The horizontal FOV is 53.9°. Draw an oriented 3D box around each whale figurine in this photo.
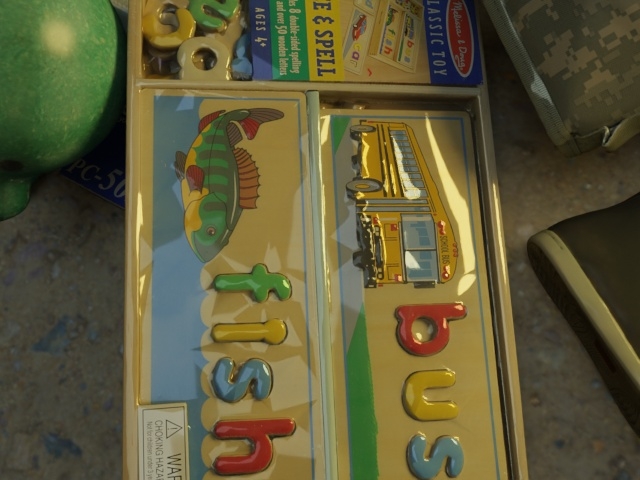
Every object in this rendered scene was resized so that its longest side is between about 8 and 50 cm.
[{"bbox_3d":[-0.233,-0.118,0.514,0.141,0.272,0.216,1,73,-21],"label":"whale figurine"}]

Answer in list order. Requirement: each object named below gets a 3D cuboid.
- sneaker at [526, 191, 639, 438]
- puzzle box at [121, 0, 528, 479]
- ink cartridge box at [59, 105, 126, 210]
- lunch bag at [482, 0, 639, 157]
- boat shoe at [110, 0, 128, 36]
[{"bbox_3d":[0.252,0.064,0.433,0.118,0.083,0.221,-28,71,3],"label":"sneaker"},{"bbox_3d":[0.000,0.000,0.458,0.272,0.052,0.408,-1,78,-11],"label":"puzzle box"},{"bbox_3d":[-0.120,-0.052,0.560,0.207,0.046,0.097,26,81,17],"label":"ink cartridge box"},{"bbox_3d":[0.231,-0.221,0.442,0.235,0.169,0.286,-27,67,30],"label":"lunch bag"},{"bbox_3d":[-0.096,-0.161,0.558,0.302,0.094,0.109,37,69,3],"label":"boat shoe"}]
